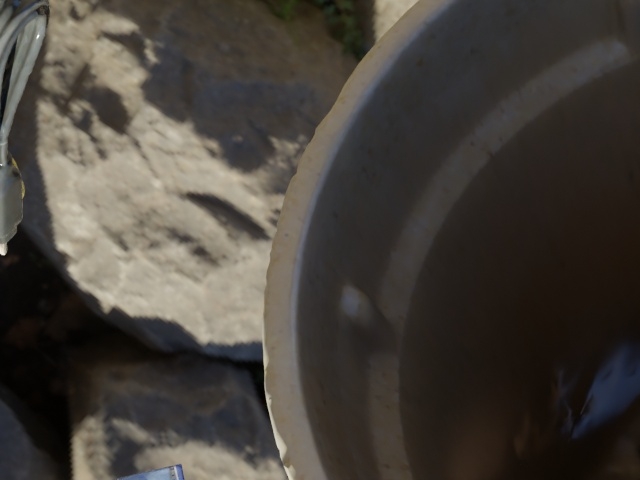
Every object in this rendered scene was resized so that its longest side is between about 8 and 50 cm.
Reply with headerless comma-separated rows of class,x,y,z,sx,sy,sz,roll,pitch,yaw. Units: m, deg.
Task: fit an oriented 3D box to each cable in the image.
cable,-0.265,-0.067,1.047,0.139,0.072,0.287,-46,161,-36

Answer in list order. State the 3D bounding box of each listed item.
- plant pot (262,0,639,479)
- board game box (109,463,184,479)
plant pot,0.183,0.077,0.544,0.334,0.334,0.305,-48,148,-12
board game box,-0.200,0.275,1.177,0.201,0.136,0.035,-11,172,-14
